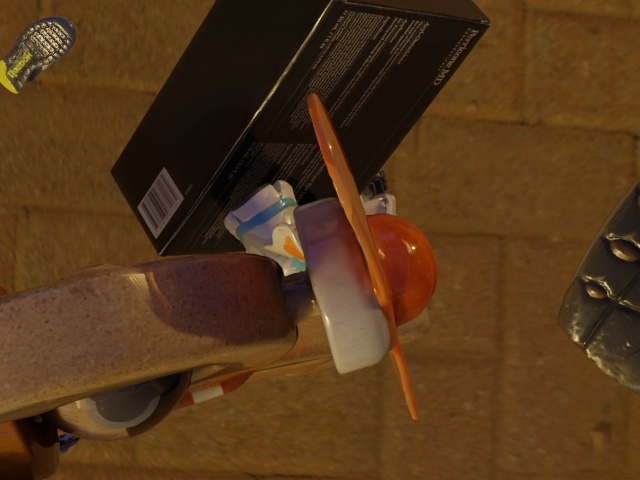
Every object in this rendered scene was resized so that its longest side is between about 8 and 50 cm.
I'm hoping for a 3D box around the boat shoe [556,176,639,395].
[{"bbox_3d":[0.265,-0.047,0.733,0.122,0.120,0.324,45,97,2],"label":"boat shoe"}]

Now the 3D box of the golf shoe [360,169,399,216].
[{"bbox_3d":[0.046,-0.012,1.840,0.120,0.273,0.105,-4,46,15],"label":"golf shoe"}]

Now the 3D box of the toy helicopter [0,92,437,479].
[{"bbox_3d":[-0.035,0.034,0.544,0.235,0.355,0.140,-24,80,25],"label":"toy helicopter"}]

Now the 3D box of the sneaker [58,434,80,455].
[{"bbox_3d":[-0.232,0.156,0.916,0.315,0.127,0.182,-18,69,11],"label":"sneaker"}]

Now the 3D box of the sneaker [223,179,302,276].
[{"bbox_3d":[-0.018,0.018,1.046,0.071,0.190,0.083,-34,75,7],"label":"sneaker"}]

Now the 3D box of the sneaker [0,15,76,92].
[{"bbox_3d":[-0.333,-0.231,1.597,0.053,0.144,0.059,52,43,-12],"label":"sneaker"}]

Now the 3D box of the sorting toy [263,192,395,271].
[{"bbox_3d":[0.000,0.000,0.896,0.083,0.075,0.045,-17,99,-30],"label":"sorting toy"}]

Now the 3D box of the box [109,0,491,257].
[{"bbox_3d":[-0.019,-0.111,1.052,0.184,0.261,0.103,1,47,-46],"label":"box"}]
